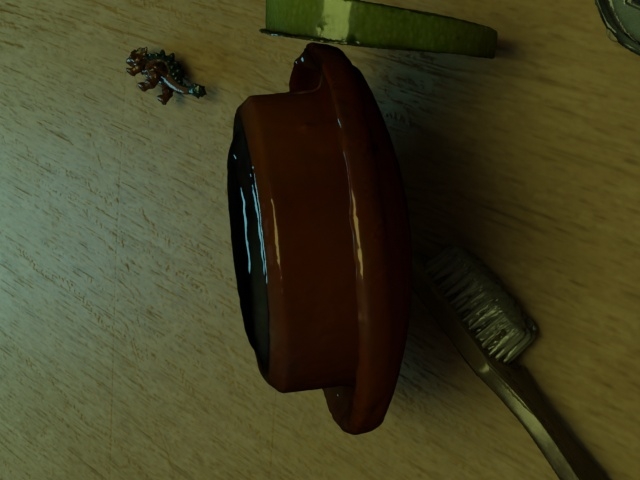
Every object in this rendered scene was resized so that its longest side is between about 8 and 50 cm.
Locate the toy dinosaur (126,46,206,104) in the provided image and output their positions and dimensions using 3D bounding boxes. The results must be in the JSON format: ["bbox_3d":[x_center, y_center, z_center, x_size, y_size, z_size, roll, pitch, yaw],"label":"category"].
[{"bbox_3d":[-0.192,-0.201,1.315,0.154,0.049,0.055,30,71,37],"label":"toy dinosaur"}]

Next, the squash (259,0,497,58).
[{"bbox_3d":[0.053,-0.199,0.990,0.219,0.219,0.041,17,106,40],"label":"squash"}]

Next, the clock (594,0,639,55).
[{"bbox_3d":[0.300,-0.215,0.871,0.229,0.063,0.155,41,116,34],"label":"clock"}]

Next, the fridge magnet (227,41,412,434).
[{"bbox_3d":[0.000,0.000,1.000,0.363,0.155,0.363,174,90,-82],"label":"fridge magnet"}]

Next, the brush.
[{"bbox_3d":[0.190,0.126,0.983,0.065,0.070,0.327,-45,64,22],"label":"brush"}]
